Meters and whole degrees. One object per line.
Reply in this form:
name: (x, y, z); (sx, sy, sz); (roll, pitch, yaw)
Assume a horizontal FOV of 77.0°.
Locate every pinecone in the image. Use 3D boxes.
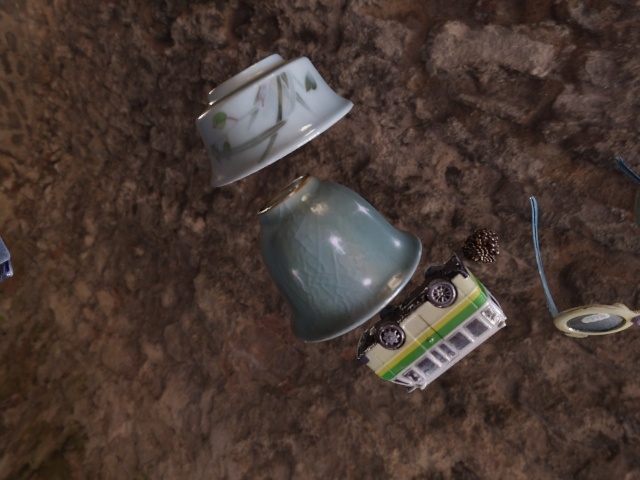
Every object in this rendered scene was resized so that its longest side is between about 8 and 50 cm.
pinecone: (0.345, 0.010, 0.865); (0.077, 0.083, 0.077); (20, -30, 12)

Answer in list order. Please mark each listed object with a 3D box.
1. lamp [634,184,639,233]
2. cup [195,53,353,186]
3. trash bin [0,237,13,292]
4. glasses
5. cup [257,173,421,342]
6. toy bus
lamp: (0.281, -0.025, 0.276); (0.105, 0.105, 0.105); (25, -54, 39)
cup: (-0.122, -0.269, 0.840); (0.347, 0.347, 0.163); (-3, -56, 49)
trash bin: (-0.474, 0.028, 0.395); (0.184, 0.234, 0.162); (13, -56, 64)
glasses: (0.366, 0.003, 0.520); (0.189, 0.088, 0.220); (-28, -115, 30)
cup: (0.000, 0.000, 0.493); (0.199, 0.199, 0.150); (-17, -64, 51)
toy bus: (0.240, 0.194, 0.895); (0.179, 0.143, 0.305); (44, -74, -2)
